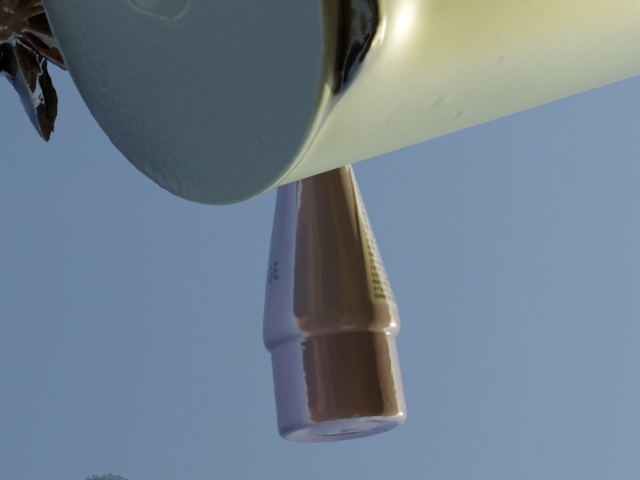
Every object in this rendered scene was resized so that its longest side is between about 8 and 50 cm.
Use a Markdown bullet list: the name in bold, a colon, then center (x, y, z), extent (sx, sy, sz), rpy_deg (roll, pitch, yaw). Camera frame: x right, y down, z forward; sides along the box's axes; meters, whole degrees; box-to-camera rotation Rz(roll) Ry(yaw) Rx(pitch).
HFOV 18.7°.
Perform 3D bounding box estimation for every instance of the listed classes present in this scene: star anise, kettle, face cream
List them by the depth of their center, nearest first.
- **kettle**: center (0.033, -0.166, 0.872), extent (0.318, 0.205, 0.265), rpy_deg (-22, -118, -37)
- **star anise**: center (-0.187, -0.146, 1.222), extent (0.180, 0.061, 0.205), rpy_deg (-1, -62, -12)
- **face cream**: center (0.000, 0.000, 1.363), extent (0.096, 0.154, 0.274), rpy_deg (-6, -106, -3)

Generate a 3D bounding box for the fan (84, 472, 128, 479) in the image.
- **fan**: center (-0.092, 0.171, 0.998), extent (0.009, 0.329, 0.191), rpy_deg (-46, -56, -26)
